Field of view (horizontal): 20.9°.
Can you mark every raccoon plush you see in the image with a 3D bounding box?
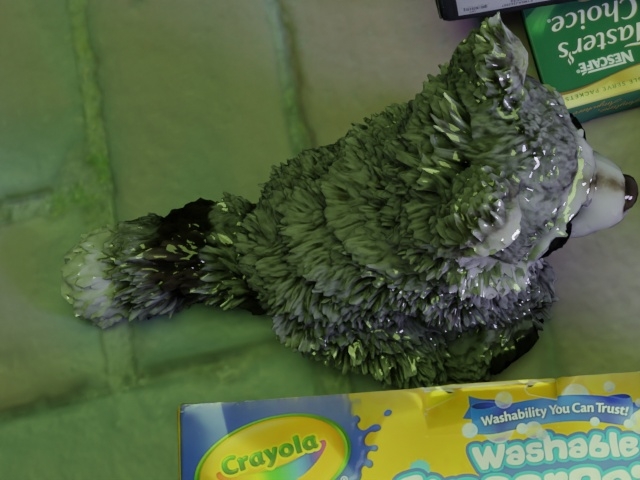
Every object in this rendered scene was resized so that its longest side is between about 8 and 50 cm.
[{"bbox_3d":[0.000,0.000,1.251,0.446,0.299,0.216,-16,71,5],"label":"raccoon plush"}]

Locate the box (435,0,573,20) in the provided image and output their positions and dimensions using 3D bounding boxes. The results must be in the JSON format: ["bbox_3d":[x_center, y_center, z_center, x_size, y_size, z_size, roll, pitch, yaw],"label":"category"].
[{"bbox_3d":[0.267,-0.352,1.393,0.395,0.097,0.318,-9,61,6],"label":"box"}]

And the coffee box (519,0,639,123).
[{"bbox_3d":[0.218,-0.190,1.409,0.113,0.040,0.184,-14,71,5],"label":"coffee box"}]

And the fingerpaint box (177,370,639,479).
[{"bbox_3d":[0.136,0.289,1.209,0.444,0.163,0.371,-6,73,8],"label":"fingerpaint box"}]
